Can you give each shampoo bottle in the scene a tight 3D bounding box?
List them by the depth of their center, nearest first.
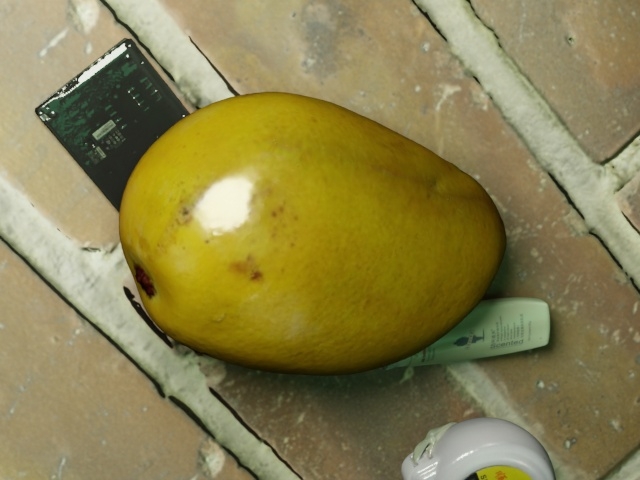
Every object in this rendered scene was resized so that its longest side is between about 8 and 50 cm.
[{"bbox_3d":[0.169,0.112,1.816,0.212,0.049,0.072,-11,117,-14],"label":"shampoo bottle"}]

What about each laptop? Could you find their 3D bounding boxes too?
[{"bbox_3d":[-0.202,-0.112,1.631,0.129,0.016,0.180,-38,118,-1],"label":"laptop"}]

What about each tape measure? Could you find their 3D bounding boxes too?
[{"bbox_3d":[0.201,0.307,1.876,0.178,0.105,0.196,-20,113,-2],"label":"tape measure"}]

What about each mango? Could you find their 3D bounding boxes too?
[{"bbox_3d":[0.000,0.000,1.626,0.446,0.232,0.300,7,105,-32],"label":"mango"}]
